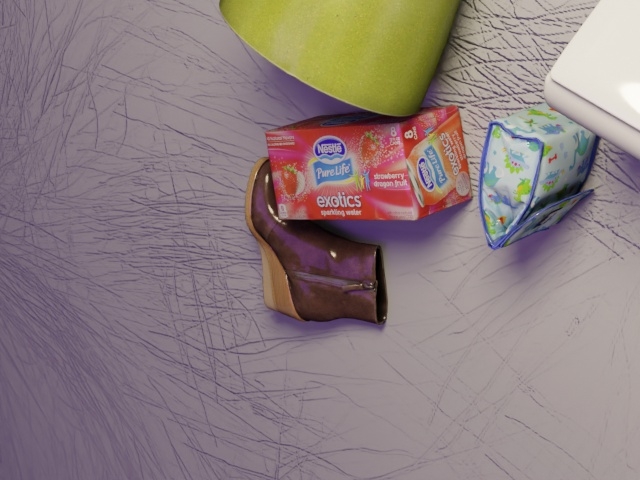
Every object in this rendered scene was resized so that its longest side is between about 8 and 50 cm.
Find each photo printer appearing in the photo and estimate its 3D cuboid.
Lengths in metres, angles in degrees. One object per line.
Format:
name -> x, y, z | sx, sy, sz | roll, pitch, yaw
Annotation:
photo printer -> 0.401, -0.157, 1.073 | 0.307, 0.107, 0.256 | 37, 89, 27

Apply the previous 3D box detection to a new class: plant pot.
plant pot -> 0.068, -0.341, 1.354 | 0.275, 0.274, 0.293 | 43, 117, 26

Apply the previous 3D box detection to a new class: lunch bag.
lunch bag -> 0.248, -0.070, 1.343 | 0.096, 0.129, 0.151 | 32, 126, 35

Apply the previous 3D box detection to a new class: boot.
boot -> 0.000, 0.000, 1.691 | 0.207, 0.090, 0.248 | 3, 107, 33

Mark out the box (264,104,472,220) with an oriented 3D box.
box -> 0.059, -0.101, 1.535 | 0.257, 0.122, 0.128 | 2, 107, 46
